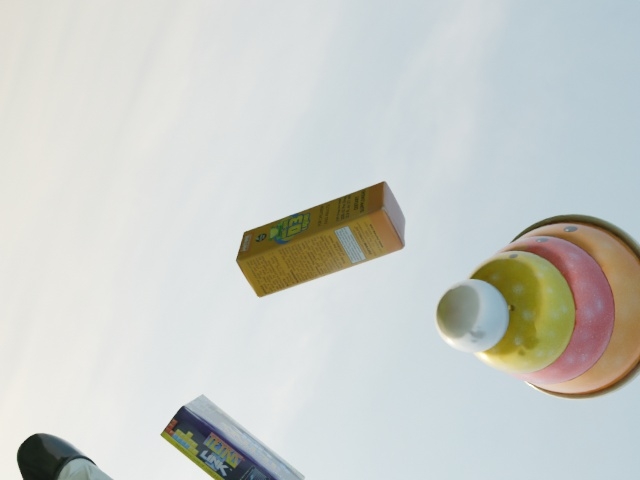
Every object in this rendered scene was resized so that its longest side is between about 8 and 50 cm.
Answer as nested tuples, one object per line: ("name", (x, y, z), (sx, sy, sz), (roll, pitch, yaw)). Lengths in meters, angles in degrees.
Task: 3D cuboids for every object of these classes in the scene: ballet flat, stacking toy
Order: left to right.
("ballet flat", (-0.304, 0.373, 1.319), (0.096, 0.280, 0.095), (-12, -152, 40))
("stacking toy", (0.356, 0.120, 1.650), (0.350, 0.480, 0.351), (-1, -92, 37))

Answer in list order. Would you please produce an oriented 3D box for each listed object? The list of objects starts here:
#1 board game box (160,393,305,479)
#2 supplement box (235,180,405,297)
("board game box", (-0.099, 0.257, 1.136), (0.048, 0.170, 0.141), (-52, 177, -3))
("supplement box", (0.000, 0.000, 1.348), (0.233, 0.080, 0.078), (-22, -150, 18))
